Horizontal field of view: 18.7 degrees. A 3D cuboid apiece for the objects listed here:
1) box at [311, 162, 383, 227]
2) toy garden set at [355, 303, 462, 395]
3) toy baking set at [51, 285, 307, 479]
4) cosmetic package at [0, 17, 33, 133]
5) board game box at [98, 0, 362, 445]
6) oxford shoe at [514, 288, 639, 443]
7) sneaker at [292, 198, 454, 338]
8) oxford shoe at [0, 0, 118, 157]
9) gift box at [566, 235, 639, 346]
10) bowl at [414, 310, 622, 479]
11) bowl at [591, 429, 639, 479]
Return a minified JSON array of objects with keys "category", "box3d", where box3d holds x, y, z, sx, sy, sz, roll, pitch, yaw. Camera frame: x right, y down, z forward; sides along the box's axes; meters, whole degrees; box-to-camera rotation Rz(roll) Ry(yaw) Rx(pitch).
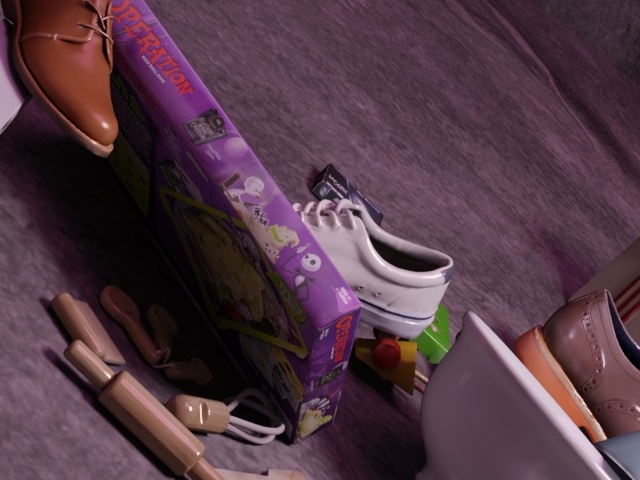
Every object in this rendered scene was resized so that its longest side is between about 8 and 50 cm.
[{"category":"box","box3d":[0.029,-0.040,2.084,0.083,0.018,0.067,44,18,-7]},{"category":"toy garden set","box3d":[0.118,0.132,1.890,0.244,0.049,0.204,43,17,-14]},{"category":"toy baking set","box3d":[-0.096,0.120,1.475,0.256,0.030,0.197,46,19,-3]},{"category":"cosmetic package","box3d":[-0.269,-0.081,1.410,0.060,0.099,0.239,46,19,-10]},{"category":"board game box","box3d":[-0.088,-0.022,1.565,0.347,0.056,0.208,55,-18,22]},{"category":"oxford shoe","box3d":[0.371,0.217,2.112,0.364,0.132,0.130,50,18,-2]},{"category":"sneaker","box3d":[0.000,0.000,1.761,0.258,0.091,0.094,21,26,-18]},{"category":"oxford shoe","box3d":[-0.185,-0.150,1.465,0.076,0.076,0.212,32,26,-46]},{"category":"gift box","box3d":[0.469,0.102,2.372,0.276,0.258,0.255,38,20,-27]},{"category":"bowl","box3d":[0.176,0.213,1.662,0.298,0.134,0.298,48,3,-3]},{"category":"bowl","box3d":[0.407,0.282,1.843,0.312,0.163,0.311,58,-4,7]}]
